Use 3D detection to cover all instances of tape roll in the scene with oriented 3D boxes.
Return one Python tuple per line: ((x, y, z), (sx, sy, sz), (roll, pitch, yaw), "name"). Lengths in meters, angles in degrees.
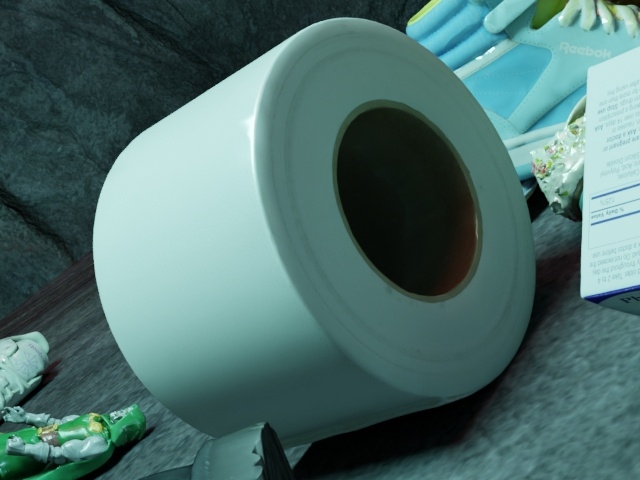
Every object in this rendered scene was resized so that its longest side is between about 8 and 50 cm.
((0.000, 0.000, 0.761), (0.169, 0.246, 0.246), (-25, 14, 43), "tape roll")

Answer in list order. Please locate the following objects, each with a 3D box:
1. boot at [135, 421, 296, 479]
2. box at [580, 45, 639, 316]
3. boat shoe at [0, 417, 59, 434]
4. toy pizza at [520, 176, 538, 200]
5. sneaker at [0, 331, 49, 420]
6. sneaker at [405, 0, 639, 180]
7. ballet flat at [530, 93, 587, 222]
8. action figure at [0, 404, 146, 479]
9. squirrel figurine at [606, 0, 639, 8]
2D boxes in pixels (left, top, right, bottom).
((-0.211, 0.227, 0.435), (0.445, 0.146, 0.367), (-20, -1, 0), "boot")
((0.203, -0.037, 0.593), (0.126, 0.072, 0.137), (-19, 60, 55), "box")
((-0.316, 0.221, 1.193), (0.068, 0.072, 0.190), (-31, 11, 16), "boat shoe")
((0.111, -0.009, 1.044), (0.201, 0.032, 0.201), (-29, 10, 6), "toy pizza")
((-0.474, 0.200, 1.652), (0.152, 0.114, 0.305), (-33, 10, 10), "sneaker")
((0.217, -0.181, 0.957), (0.319, 0.208, 0.127), (-19, 13, 15), "sneaker")
((0.247, -0.114, 0.864), (0.241, 0.091, 0.077), (-42, 43, -3), "ballet flat")
((-0.275, 0.195, 1.082), (0.232, 0.063, 0.137), (-13, 18, -11), "action figure")
((0.348, -0.324, 1.308), (0.370, 0.281, 0.397), (-11, 37, 41), "squirrel figurine")
